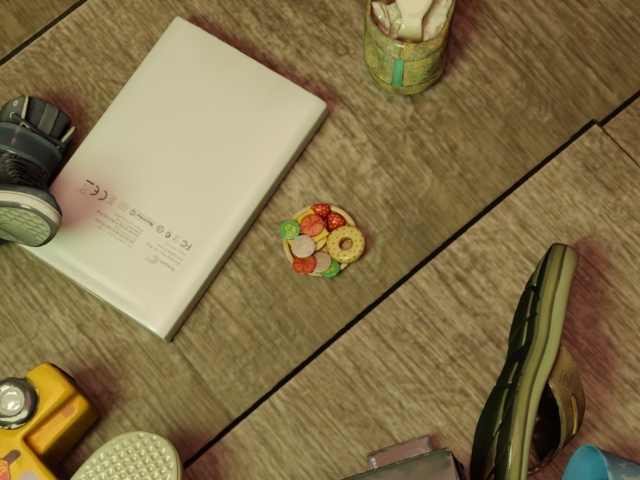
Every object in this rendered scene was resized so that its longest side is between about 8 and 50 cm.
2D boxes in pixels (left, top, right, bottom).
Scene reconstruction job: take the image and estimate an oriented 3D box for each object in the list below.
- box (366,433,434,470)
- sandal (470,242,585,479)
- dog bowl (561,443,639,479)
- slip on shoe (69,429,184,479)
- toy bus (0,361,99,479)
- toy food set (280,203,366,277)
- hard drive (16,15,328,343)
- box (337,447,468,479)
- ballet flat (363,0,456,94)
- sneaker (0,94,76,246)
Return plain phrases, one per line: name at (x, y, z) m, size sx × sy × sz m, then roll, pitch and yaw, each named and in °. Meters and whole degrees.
box at (0.090, 0.243, 1.242) m, size 0.067 × 0.018 × 0.083 m, roll -18°, pitch 73°, yaw -1°
sandal at (0.220, 0.148, 1.219) m, size 0.086 × 0.120 × 0.302 m, roll 21°, pitch 74°, yaw -5°
dog bowl at (0.267, 0.338, 1.134) m, size 0.074 × 0.166 × 0.297 m, roll 7°, pitch 73°, yaw -6°
slip on shoe at (-0.212, 0.339, 1.172) m, size 0.123 × 0.101 × 0.331 m, roll 15°, pitch 83°, yaw 8°
toy bus at (-0.347, 0.272, 1.212) m, size 0.333 × 0.108 × 0.130 m, roll -43°, pitch 76°, yaw -10°
toy food set at (0.000, 0.000, 1.322) m, size 0.082 × 0.020 × 0.083 m, roll -33°, pitch 74°, yaw -7°
hard drive at (-0.160, -0.071, 1.343) m, size 0.203 × 0.040 × 0.307 m, roll 32°, pitch 77°, yaw 12°
box at (0.022, 0.312, 1.147) m, size 0.270 × 0.143 × 0.165 m, roll -18°, pitch 72°, yaw 5°
ballet flat at (0.111, -0.333, 1.371) m, size 0.123 × 0.123 × 0.348 m, roll 6°, pitch 73°, yaw 5°
sneaker at (-0.300, -0.077, 1.278) m, size 0.086 × 0.226 × 0.163 m, roll 38°, pitch 69°, yaw -29°
